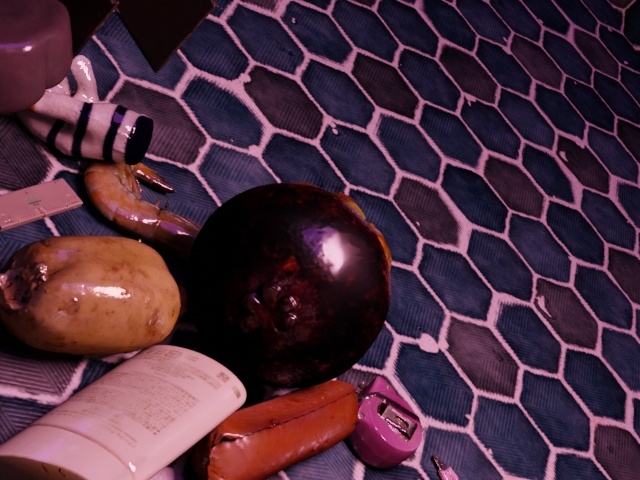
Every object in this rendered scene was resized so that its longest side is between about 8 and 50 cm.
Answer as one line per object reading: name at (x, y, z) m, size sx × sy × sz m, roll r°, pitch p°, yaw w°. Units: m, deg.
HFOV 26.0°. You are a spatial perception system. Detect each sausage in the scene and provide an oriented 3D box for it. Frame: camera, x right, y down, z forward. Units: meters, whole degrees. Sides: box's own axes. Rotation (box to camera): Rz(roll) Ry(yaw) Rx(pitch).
sausage at (-0.060, 0.266, 1.900) m, size 0.330 × 0.102 × 0.102 m, roll -13°, pitch 64°, yaw -53°

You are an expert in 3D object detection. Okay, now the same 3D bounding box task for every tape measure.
tape measure at (0.092, 0.276, 2.072) m, size 0.125 × 0.074 × 0.118 m, roll 40°, pitch 34°, yaw -4°

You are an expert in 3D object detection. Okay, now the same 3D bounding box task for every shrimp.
shrimp at (-0.223, -0.039, 2.088) m, size 0.296 × 0.058 × 0.169 m, roll 30°, pitch 34°, yaw -16°

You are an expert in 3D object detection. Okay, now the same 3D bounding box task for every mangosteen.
mangosteen at (-0.050, 0.050, 1.953) m, size 0.297 × 0.297 × 0.313 m, roll 27°, pitch 24°, yaw -27°

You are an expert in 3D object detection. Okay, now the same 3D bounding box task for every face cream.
face cream at (-0.249, 0.234, 1.699) m, size 0.173 × 0.081 × 0.348 m, roll 16°, pitch 26°, yaw 23°

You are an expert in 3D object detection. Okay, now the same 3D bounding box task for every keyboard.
keyboard at (-0.402, -0.048, 1.932) m, size 0.055 × 0.017 × 0.166 m, roll 48°, pitch 33°, yaw 12°

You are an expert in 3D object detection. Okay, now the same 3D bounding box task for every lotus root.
lotus root at (-0.288, 0.072, 1.813) m, size 0.284 × 0.146 × 0.160 m, roll 9°, pitch 63°, yaw -45°

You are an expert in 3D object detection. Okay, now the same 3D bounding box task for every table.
table at (-0.362, -0.428, 2.229) m, size 0.250 × 0.196 × 0.282 m, roll -13°, pitch 66°, yaw -54°

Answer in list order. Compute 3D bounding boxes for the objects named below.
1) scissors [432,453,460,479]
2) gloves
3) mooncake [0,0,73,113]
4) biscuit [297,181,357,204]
scissors at (0.206, 0.379, 2.143) m, size 0.039 × 0.012 × 0.113 m, roll -12°, pitch 63°, yaw -53°
gloves at (-0.365, -0.186, 2.044) m, size 0.219 × 0.131 × 0.140 m, roll 15°, pitch 38°, yaw 8°
mooncake at (-0.470, -0.280, 1.934) m, size 0.245 × 0.133 × 0.245 m, roll 3°, pitch 38°, yaw -2°
biscuit at (0.000, 0.000, 2.296) m, size 0.208 × 0.041 × 0.290 m, roll 43°, pitch 32°, yaw -5°
